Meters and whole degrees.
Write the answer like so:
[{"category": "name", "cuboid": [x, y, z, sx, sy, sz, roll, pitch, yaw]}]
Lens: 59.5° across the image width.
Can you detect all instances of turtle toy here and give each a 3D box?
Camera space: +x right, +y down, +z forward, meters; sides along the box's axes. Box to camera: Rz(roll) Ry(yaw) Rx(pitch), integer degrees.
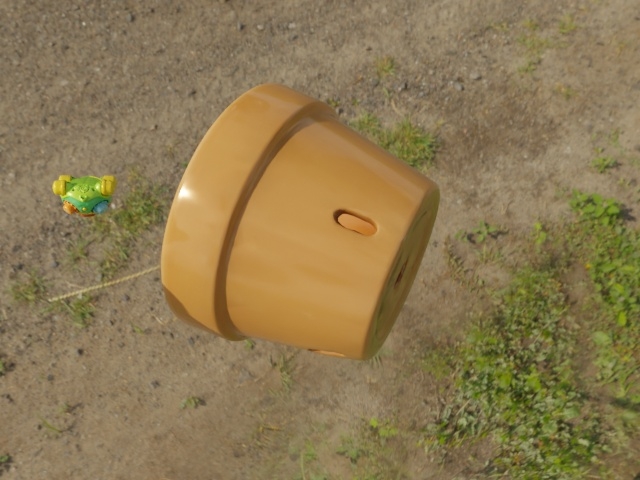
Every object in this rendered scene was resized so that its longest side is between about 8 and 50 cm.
[{"category": "turtle toy", "cuboid": [-0.397, -0.077, 0.956, 0.095, 0.066, 0.130, -1, 16, -15]}]

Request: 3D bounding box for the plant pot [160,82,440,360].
[{"category": "plant pot", "cuboid": [0.000, 0.000, 0.614, 0.203, 0.291, 0.291, 23, 65, 16]}]
